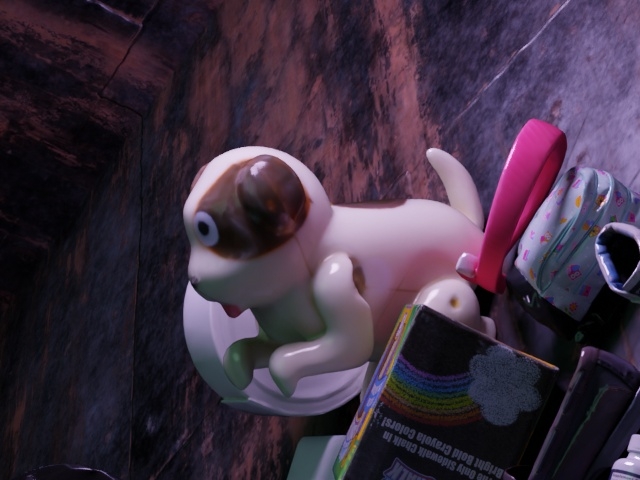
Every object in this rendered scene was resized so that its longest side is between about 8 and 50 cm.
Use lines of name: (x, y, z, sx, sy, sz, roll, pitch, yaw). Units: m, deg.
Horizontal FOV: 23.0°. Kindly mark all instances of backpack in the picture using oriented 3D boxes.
backpack: (0.296, 0.008, 1.805, 0.182, 0.115, 0.152, -57, 22, 11)

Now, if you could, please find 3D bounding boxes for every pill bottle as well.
pill bottle: (0.318, 0.259, 1.572, 0.067, 0.067, 0.120, -3, 64, 64)

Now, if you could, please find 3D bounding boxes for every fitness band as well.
fitness band: (0.232, -0.040, 1.889, 0.209, 0.054, 0.291, -66, -11, 0)

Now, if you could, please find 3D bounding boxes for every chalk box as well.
chalk box: (0.125, 0.237, 1.799, 0.179, 0.180, 0.289, 122, 173, -88)

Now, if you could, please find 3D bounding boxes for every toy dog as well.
toy dog: (0.016, 0.030, 1.999, 0.395, 0.408, 0.284, -65, 24, 0)

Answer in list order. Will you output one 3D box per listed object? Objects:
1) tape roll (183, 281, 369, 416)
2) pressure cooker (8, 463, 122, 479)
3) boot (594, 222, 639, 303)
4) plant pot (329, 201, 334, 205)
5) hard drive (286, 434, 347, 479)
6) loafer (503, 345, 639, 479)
tape roll: (-0.046, 0.108, 2.209, 0.100, 0.286, 0.286, -10, 58, 61)
pressure cooker: (-0.327, 0.573, 2.199, 0.370, 0.420, 0.375, -33, 35, -5)
boot: (0.360, 0.070, 1.596, 0.095, 0.123, 0.258, -58, 24, 15)
plant pot: (0.000, 0.000, 2.452, 0.134, 0.095, 0.134, -46, 30, 37)
hard drive: (0.030, 0.361, 2.105, 0.307, 0.040, 0.203, -15, 54, 61)
loafer: (0.242, 0.246, 1.678, 0.302, 0.095, 0.109, -56, -3, 13)
